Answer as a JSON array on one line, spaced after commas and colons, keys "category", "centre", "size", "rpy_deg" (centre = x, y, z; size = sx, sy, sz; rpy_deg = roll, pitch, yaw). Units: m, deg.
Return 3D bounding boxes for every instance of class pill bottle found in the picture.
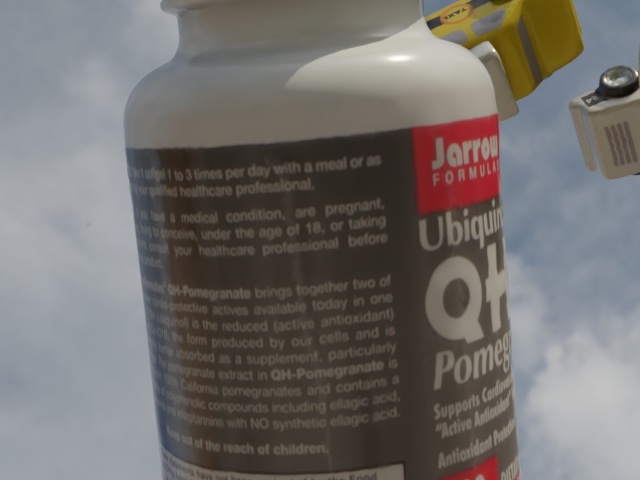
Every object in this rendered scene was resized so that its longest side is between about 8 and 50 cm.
[{"category": "pill bottle", "centre": [0.000, 0.000, 0.552], "size": [0.176, 0.176, 0.318], "rpy_deg": [-6, -82, -7]}]

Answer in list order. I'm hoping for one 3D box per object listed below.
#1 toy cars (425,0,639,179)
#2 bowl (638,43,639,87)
[{"category": "toy cars", "centre": [0.220, -0.123, 0.940], "size": [0.393, 0.087, 0.176], "rpy_deg": [8, -57, -22]}, {"category": "bowl", "centre": [0.345, -0.101, 0.808], "size": [0.289, 0.156, 0.289], "rpy_deg": [1, -104, -4]}]
